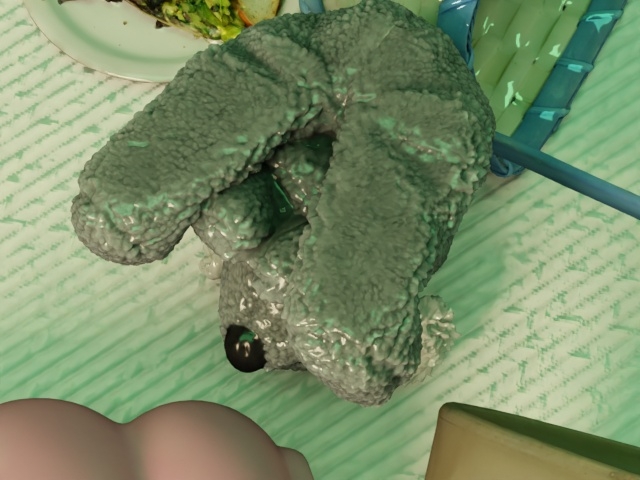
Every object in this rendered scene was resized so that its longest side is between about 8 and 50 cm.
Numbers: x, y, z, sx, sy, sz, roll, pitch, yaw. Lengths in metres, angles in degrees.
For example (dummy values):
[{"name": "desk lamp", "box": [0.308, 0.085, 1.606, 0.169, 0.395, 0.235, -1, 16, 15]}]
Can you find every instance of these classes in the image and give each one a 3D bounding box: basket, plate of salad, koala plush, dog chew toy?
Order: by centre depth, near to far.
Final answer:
[{"name": "dog chew toy", "box": [-0.162, 0.176, 0.954, 0.332, 0.206, 0.206, -15, 70, -10]}, {"name": "koala plush", "box": [0.000, 0.000, 0.991, 0.196, 0.221, 0.203, 29, 66, 15]}, {"name": "basket", "box": [0.143, -0.151, 1.042, 0.289, 0.201, 0.254, 20, 72, 21]}, {"name": "plate of salad", "box": [-0.098, -0.194, 1.156, 0.200, 0.048, 0.199, -1, 71, 4]}]

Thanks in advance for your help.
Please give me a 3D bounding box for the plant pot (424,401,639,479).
[{"name": "plant pot", "box": [0.173, 0.252, 0.867, 0.323, 0.323, 0.280, 17, 89, 9]}]
